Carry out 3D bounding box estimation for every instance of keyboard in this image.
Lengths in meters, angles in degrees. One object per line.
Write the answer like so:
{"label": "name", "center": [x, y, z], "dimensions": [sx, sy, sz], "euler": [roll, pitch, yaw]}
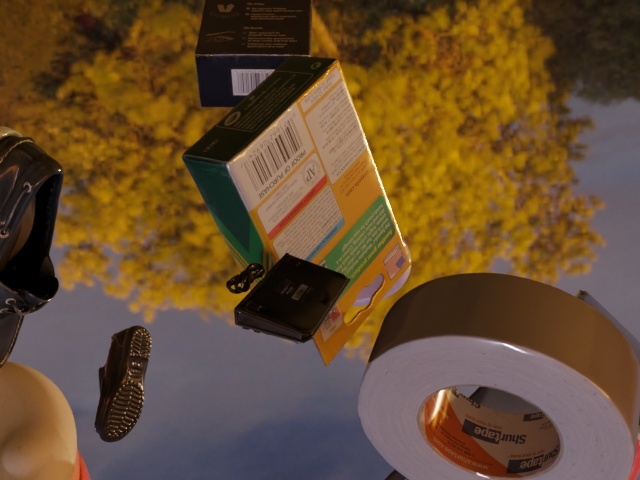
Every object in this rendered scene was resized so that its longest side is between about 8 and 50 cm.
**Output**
{"label": "keyboard", "center": [-0.039, 0.055, 0.961], "dimensions": [0.108, 0.023, 0.180], "euler": [20, -160, 8]}

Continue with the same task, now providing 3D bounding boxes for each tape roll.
{"label": "tape roll", "center": [0.142, 0.129, 0.756], "dimensions": [0.219, 0.219, 0.072], "euler": [-2, -142, 26]}

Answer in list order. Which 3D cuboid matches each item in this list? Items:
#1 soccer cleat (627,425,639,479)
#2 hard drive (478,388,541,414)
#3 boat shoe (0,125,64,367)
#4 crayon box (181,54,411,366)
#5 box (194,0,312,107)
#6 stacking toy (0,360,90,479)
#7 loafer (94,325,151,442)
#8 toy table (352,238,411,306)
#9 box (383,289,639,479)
{"label": "soccer cleat", "center": [0.258, 0.163, 0.923], "dimensions": [0.083, 0.095, 0.248], "euler": [10, -158, -1]}
{"label": "hard drive", "center": [0.228, 0.188, 1.040], "dimensions": [0.094, 0.135, 0.022], "euler": [29, 179, 23]}
{"label": "boat shoe", "center": [-0.375, 0.035, 1.153], "dimensions": [0.113, 0.340, 0.127], "euler": [21, -161, 12]}
{"label": "crayon box", "center": [-0.016, -0.032, 1.137], "dimensions": [0.083, 0.322, 0.203], "euler": [13, -131, 40]}
{"label": "box", "center": [-0.090, -0.269, 1.330], "dimensions": [0.156, 0.093, 0.158], "euler": [1, -135, 0]}
{"label": "stacking toy", "center": [-0.447, 0.434, 1.426], "dimensions": [0.351, 0.480, 0.350], "euler": [-9, -128, 12]}
{"label": "loafer", "center": [-0.375, 0.267, 1.750], "dimensions": [0.078, 0.220, 0.080], "euler": [-3, 155, 37]}
{"label": "toy table", "center": [0.000, 0.000, 1.583], "dimensions": [0.274, 0.252, 0.161], "euler": [0, 160, 29]}
{"label": "box", "center": [0.310, 0.288, 1.375], "dimensions": [0.395, 0.212, 0.293], "euler": [-49, 165, 15]}
